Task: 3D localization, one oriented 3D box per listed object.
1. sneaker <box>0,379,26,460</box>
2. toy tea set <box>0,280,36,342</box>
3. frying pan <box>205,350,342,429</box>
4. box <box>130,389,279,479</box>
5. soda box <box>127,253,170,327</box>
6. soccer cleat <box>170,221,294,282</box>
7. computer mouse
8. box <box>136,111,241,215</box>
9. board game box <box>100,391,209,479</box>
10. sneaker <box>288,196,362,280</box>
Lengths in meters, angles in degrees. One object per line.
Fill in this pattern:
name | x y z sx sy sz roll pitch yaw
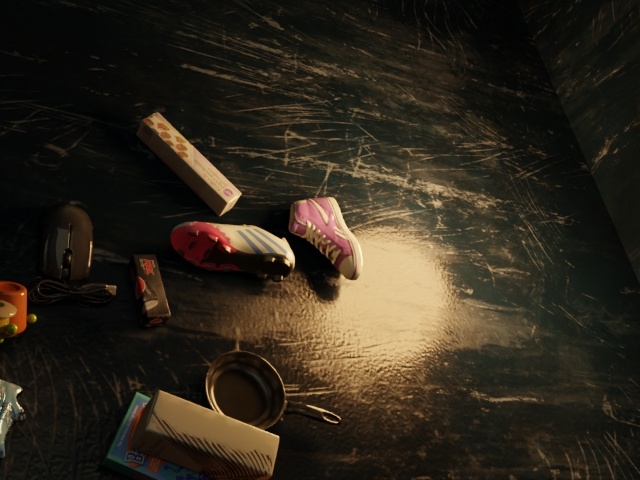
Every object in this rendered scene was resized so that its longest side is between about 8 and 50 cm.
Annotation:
sneaker | -0.601 0.342 1.502 0.073 0.063 0.162 14 50 -28
toy tea set | -0.739 0.138 1.542 0.336 0.124 0.200 15 12 1
frying pan | -0.119 0.349 1.812 0.326 0.053 0.197 5 54 -32
box | -0.231 0.408 1.584 0.275 0.113 0.094 24 48 -15
soda box | -0.399 0.115 1.813 0.060 0.053 0.168 -1 57 -33
soccer cleat | -0.223 0.011 1.983 0.331 0.116 0.143 18 33 -23
computer mouse | -0.565 0.016 1.772 0.189 0.072 0.272 4 55 -29
box | -0.352 -0.204 2.085 0.324 0.067 0.063 43 45 5
board game box | -0.322 0.430 1.620 0.210 0.047 0.160 27 46 -11
sneaker | 0.000 0.000 2.135 0.161 0.102 0.282 -3 48 -30
